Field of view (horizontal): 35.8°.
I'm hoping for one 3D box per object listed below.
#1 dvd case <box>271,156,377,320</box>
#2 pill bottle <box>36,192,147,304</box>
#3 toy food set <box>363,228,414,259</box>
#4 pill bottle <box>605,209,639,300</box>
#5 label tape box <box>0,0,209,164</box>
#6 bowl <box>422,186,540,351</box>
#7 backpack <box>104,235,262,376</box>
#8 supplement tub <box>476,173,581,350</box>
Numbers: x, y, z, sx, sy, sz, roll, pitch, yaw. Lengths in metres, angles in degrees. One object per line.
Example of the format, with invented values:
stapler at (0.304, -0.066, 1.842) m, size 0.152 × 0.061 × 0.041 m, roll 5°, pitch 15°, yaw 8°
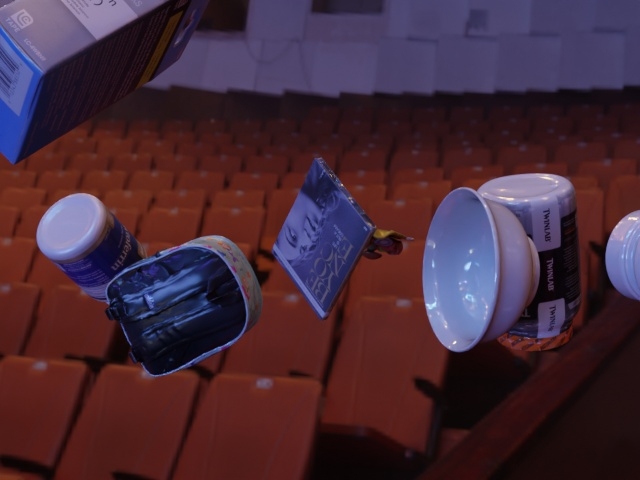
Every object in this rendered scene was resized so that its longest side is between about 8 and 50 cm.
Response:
dvd case at (0.000, 0.000, 1.607) m, size 0.018 × 0.164 × 0.221 m, roll -13°, pitch -36°, yaw -37°
pill bottle at (-0.449, 0.033, 2.037) m, size 0.153 × 0.153 × 0.264 m, roll 0°, pitch -31°, yaw 24°
toy food set at (0.126, 0.008, 2.260) m, size 0.128 × 0.071 × 0.218 m, roll 11°, pitch -3°, yaw 27°
pill bottle at (0.531, 0.033, 1.334) m, size 0.161 × 0.161 × 0.283 m, roll 12°, pitch 1°, yaw -24°
label tape box at (-0.319, -0.285, 1.414) m, size 0.115 × 0.348 × 0.249 m, roll 46°, pitch -35°, yaw 1°
bowl at (0.306, 0.055, 1.808) m, size 0.134 × 0.297 × 0.298 m, roll 3°, pitch -11°, yaw -19°
backpack at (-0.237, 0.111, 1.847) m, size 0.254 × 0.225 × 0.191 m, roll -26°, pitch 3°, yaw 22°
supplement tub at (0.434, 0.045, 2.063) m, size 0.207 × 0.337 × 0.207 m, roll -8°, pitch 18°, yaw 3°
